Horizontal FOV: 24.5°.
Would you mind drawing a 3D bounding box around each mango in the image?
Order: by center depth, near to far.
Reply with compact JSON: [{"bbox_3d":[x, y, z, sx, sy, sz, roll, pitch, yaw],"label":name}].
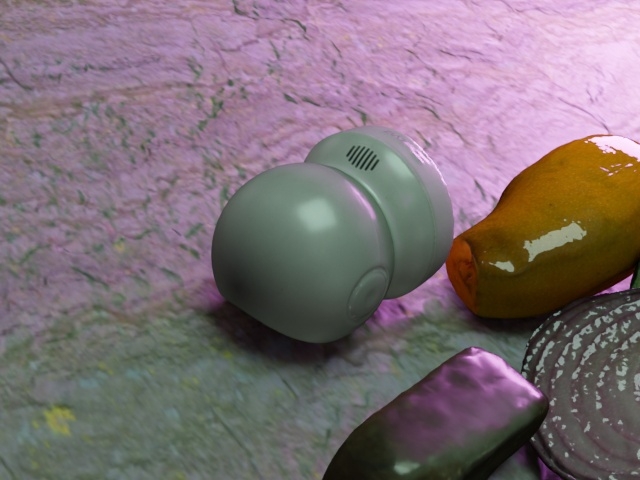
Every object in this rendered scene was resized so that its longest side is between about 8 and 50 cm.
[{"bbox_3d":[0.284,-0.014,1.677,0.187,0.144,0.359,19,39,30],"label":"mango"}]

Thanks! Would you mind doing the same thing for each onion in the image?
[{"bbox_3d":[0.325,0.173,1.468,0.247,0.111,0.250,-10,52,8],"label":"onion"}]

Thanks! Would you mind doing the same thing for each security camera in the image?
[{"bbox_3d":[0.000,0.000,1.506,0.194,0.194,0.236,35,42,26],"label":"security camera"}]

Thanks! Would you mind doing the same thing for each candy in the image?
[{"bbox_3d":[0.109,0.189,1.357,0.104,0.102,0.234,35,38,25],"label":"candy"}]

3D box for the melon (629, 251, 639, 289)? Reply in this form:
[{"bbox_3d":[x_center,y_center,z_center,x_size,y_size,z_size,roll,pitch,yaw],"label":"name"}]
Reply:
[{"bbox_3d":[0.511,0.093,1.558,0.343,0.226,0.331,12,49,44],"label":"melon"}]
